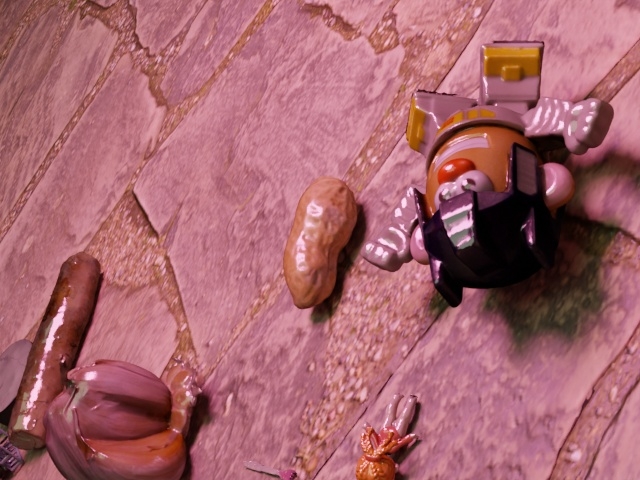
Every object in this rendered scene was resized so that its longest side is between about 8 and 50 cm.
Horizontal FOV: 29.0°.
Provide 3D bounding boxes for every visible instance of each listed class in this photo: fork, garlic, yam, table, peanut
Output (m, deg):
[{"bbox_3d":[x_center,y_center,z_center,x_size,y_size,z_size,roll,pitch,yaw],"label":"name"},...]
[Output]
[{"bbox_3d":[-0.055,0.257,1.381,0.115,0.012,0.016,-3,54,57],"label":"fork"},{"bbox_3d":[-0.237,0.194,1.509,0.207,0.256,0.207,-1,40,1],"label":"garlic"},{"bbox_3d":[-0.398,0.161,1.860,0.067,0.071,0.317,106,176,-59],"label":"yam"},{"bbox_3d":[-0.472,0.222,1.922,0.133,0.043,0.133,-33,39,31],"label":"table"},{"bbox_3d":[0.000,0.000,1.483,0.080,0.080,0.174,-13,55,47],"label":"peanut"}]

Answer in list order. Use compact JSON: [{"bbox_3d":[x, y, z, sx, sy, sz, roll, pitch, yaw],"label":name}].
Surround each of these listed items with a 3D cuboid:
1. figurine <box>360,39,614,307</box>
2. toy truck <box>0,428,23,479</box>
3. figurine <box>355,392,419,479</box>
[{"bbox_3d":[0.170,-0.062,1.252,0.308,0.143,0.308,-54,25,38],"label":"figurine"},{"bbox_3d":[-0.488,0.354,1.795,0.115,0.080,0.178,-46,31,-2],"label":"toy truck"},{"bbox_3d":[0.066,0.200,1.245,0.064,0.047,0.109,8,59,29],"label":"figurine"}]
